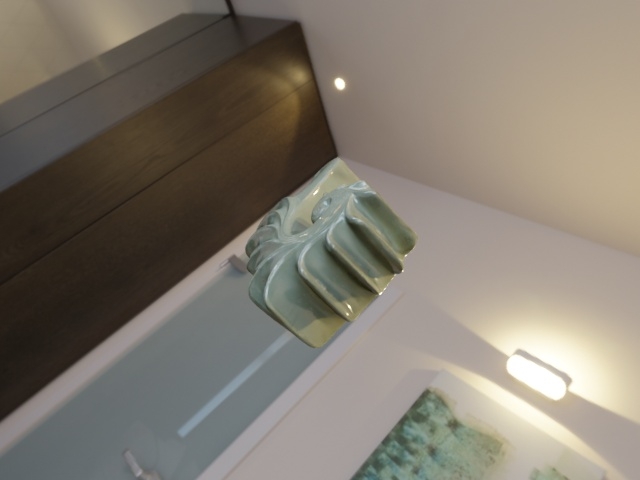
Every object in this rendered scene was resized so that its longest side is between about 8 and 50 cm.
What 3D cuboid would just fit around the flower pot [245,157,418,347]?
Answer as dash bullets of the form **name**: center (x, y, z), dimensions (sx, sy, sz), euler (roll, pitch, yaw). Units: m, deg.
- **flower pot**: center (0.000, 0.000, 0.817), dimensions (0.164, 0.254, 0.367), euler (43, 7, -23)
